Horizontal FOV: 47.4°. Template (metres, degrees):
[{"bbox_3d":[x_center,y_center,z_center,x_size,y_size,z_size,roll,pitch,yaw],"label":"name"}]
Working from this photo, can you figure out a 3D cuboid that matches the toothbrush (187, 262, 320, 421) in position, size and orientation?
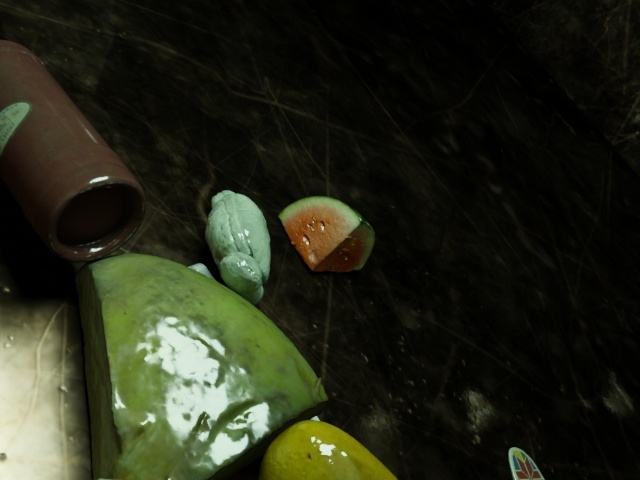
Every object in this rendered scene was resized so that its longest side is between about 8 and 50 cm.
[{"bbox_3d":[-0.041,0.160,0.795,0.342,0.030,0.025,52,36,10],"label":"toothbrush"}]

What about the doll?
[{"bbox_3d":[-0.091,0.004,0.841,0.214,0.072,0.103,-116,-175,-60],"label":"doll"}]

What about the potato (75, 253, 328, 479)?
[{"bbox_3d":[-0.145,0.102,0.677,0.269,0.112,0.255,-23,67,-46],"label":"potato"}]

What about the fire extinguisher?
[{"bbox_3d":[-0.316,-0.120,0.730,0.138,0.102,0.344,-22,55,-36],"label":"fire extinguisher"}]

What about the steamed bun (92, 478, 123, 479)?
[{"bbox_3d":[-0.149,0.279,0.469,0.232,0.145,0.231,17,44,-18],"label":"steamed bun"}]

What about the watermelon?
[{"bbox_3d":[0.000,0.000,0.982,0.135,0.125,0.094,20,67,13],"label":"watermelon"}]

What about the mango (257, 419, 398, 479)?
[{"bbox_3d":[0.034,0.270,0.619,0.262,0.167,0.130,55,42,-6],"label":"mango"}]

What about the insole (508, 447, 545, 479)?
[{"bbox_3d":[0.291,0.359,0.942,0.065,0.006,0.193,13,46,-36],"label":"insole"}]
